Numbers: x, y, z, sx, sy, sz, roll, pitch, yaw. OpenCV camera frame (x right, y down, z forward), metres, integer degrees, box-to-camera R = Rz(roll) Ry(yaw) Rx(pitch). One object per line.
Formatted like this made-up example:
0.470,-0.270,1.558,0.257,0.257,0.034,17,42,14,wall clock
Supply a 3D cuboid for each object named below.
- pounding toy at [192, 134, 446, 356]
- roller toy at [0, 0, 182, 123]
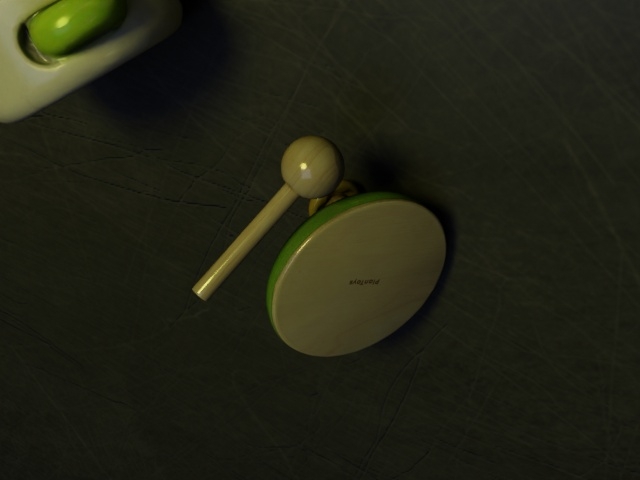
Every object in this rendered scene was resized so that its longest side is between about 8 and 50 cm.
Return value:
0.000,0.000,0.726,0.183,0.110,0.237,-48,135,10,pounding toy
-0.232,-0.203,0.652,0.209,0.191,0.146,-18,113,30,roller toy
